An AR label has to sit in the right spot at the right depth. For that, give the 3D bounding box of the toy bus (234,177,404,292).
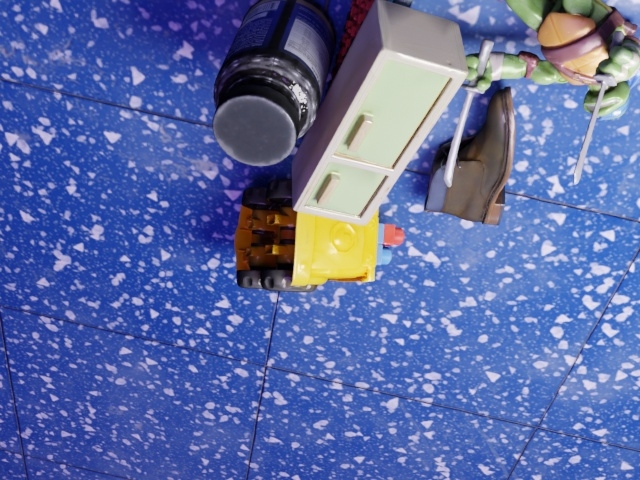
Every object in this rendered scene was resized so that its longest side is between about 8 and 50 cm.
[{"bbox_3d":[0.000,0.000,1.186,0.211,0.149,0.220,4,176,-27],"label":"toy bus"}]

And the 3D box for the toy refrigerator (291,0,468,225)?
[{"bbox_3d":[0.058,-0.134,0.968,0.102,0.094,0.269,12,141,-18],"label":"toy refrigerator"}]

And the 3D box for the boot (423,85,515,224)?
[{"bbox_3d":[0.194,-0.105,1.092,0.106,0.082,0.219,4,134,6],"label":"boot"}]

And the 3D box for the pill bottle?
[{"bbox_3d":[-0.055,-0.188,0.977,0.123,0.219,0.122,6,133,7],"label":"pill bottle"}]

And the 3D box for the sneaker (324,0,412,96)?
[{"bbox_3d":[0.084,-0.218,1.020,0.125,0.104,0.262,8,141,-10],"label":"sneaker"}]

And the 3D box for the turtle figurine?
[{"bbox_3d":[0.231,-0.211,0.890,0.275,0.198,0.266,-30,109,-2],"label":"turtle figurine"}]
